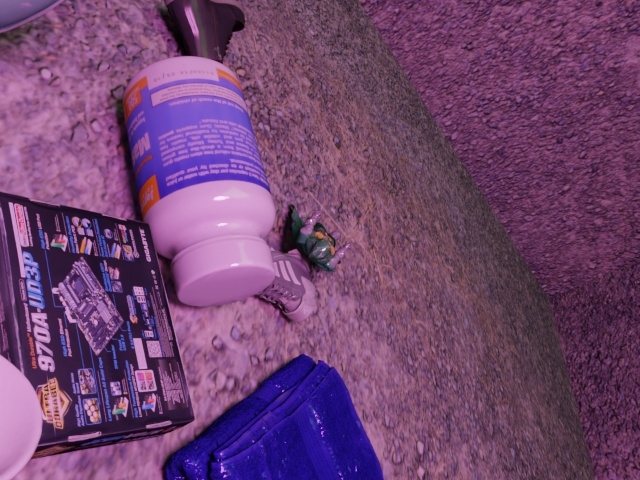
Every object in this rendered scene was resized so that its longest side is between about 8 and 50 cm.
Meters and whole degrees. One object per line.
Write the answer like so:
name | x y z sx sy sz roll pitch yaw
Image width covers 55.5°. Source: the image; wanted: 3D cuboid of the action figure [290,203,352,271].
action figure | 0.000 0.000 0.950 0.137 0.063 0.232 46 7 -7

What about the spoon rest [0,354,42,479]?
spoon rest | -0.272 0.133 0.329 0.137 0.084 0.276 38 28 3

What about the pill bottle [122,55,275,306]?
pill bottle | -0.140 -0.067 0.722 0.152 0.152 0.271 21 47 -55

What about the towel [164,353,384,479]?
towel | -0.023 0.272 0.690 0.227 0.076 0.308 62 25 3

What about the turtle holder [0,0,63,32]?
turtle holder | -0.292 -0.309 0.460 0.228 0.320 0.243 -12 53 -27

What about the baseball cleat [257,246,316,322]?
baseball cleat | -0.057 0.063 0.841 0.206 0.072 0.109 -6 70 -62

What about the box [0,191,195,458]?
box | -0.214 0.075 0.556 0.175 0.051 0.220 14 53 -58

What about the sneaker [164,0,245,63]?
sneaker | -0.183 -0.343 1.028 0.222 0.083 0.118 -33 110 -68
